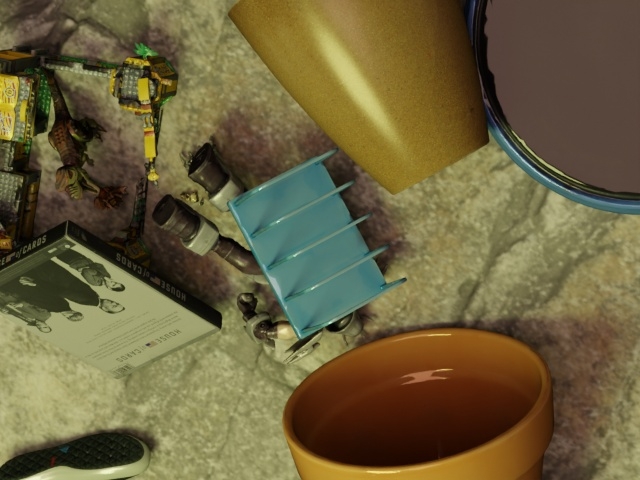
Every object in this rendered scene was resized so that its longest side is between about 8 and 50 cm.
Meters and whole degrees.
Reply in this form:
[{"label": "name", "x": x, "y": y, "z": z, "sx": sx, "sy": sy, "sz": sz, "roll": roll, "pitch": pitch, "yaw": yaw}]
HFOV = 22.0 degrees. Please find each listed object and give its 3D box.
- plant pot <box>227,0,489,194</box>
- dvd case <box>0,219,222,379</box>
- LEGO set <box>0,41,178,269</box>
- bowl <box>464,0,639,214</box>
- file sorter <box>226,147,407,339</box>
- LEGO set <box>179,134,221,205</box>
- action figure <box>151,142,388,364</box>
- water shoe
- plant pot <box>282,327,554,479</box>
[{"label": "plant pot", "x": 0.064, "y": -0.185, "z": 1.731, "sx": 0.237, "sy": 0.237, "sz": 0.254, "roll": -28, "pitch": 91, "yaw": 17}, {"label": "dvd case", "x": -0.256, "y": 0.072, "z": 1.865, "sx": 0.179, "sy": 0.030, "sz": 0.238, "roll": -26, "pitch": 136, "yaw": 33}, {"label": "LEGO set", "x": -0.304, "y": -0.080, "z": 1.865, "sx": 0.255, "sy": 0.192, "sz": 0.331, "roll": 20, "pitch": 104, "yaw": 10}, {"label": "bowl", "x": 0.340, "y": -0.216, "z": 1.744, "sx": 0.391, "sy": 0.077, "sz": 0.391, "roll": 2, "pitch": 100, "yaw": 13}, {"label": "file sorter", "x": 0.000, "y": 0.000, "z": 1.767, "sx": 0.118, "sy": 0.104, "sz": 0.170, "roll": -28, "pitch": 90, "yaw": -19}, {"label": "LEGO set", "x": -0.140, "y": -0.080, "z": 1.913, "sx": 0.054, "sy": 0.023, "sz": 0.083, "roll": 3, "pitch": 100, "yaw": 13}, {"label": "action figure", "x": -0.049, "y": 0.020, "z": 1.863, "sx": 0.285, "sy": 0.099, "sz": 0.185, "roll": 41, "pitch": 91, "yaw": -16}, {"label": "water shoe", "x": -0.293, "y": 0.289, "z": 2.002, "sx": 0.203, "sy": 0.073, "sz": 0.080, "roll": -10, "pitch": 123, "yaw": 15}, {"label": "plant pot", "x": 0.122, "y": 0.252, "z": 1.789, "sx": 0.291, "sy": 0.291, "sz": 0.203, "roll": -7, "pitch": 114, "yaw": 15}]
